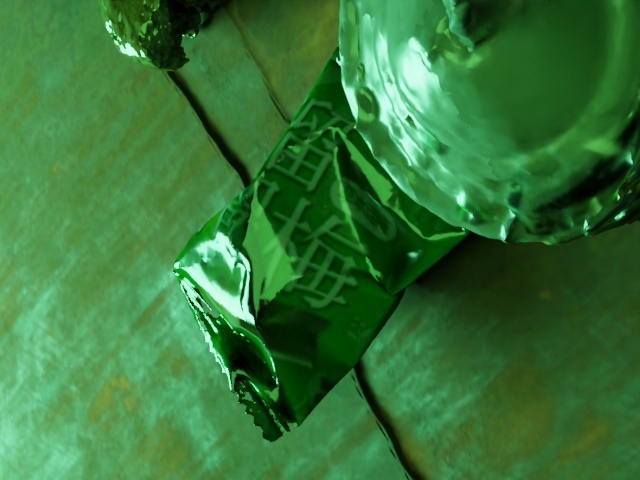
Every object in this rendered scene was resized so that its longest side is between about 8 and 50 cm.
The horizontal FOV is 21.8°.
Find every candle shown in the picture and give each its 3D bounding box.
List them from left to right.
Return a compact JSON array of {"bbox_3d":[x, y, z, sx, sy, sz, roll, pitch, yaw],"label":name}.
[{"bbox_3d":[0.107,-0.093,0.703,0.187,0.330,0.187,7,103,34],"label":"candle"}]

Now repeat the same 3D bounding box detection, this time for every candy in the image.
[{"bbox_3d":[0.001,-0.001,0.973,0.141,0.078,0.203,47,112,15],"label":"candy"}]

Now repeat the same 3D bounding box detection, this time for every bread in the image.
[{"bbox_3d":[-0.096,-0.169,1.047,0.082,0.060,0.113,45,121,28],"label":"bread"}]
